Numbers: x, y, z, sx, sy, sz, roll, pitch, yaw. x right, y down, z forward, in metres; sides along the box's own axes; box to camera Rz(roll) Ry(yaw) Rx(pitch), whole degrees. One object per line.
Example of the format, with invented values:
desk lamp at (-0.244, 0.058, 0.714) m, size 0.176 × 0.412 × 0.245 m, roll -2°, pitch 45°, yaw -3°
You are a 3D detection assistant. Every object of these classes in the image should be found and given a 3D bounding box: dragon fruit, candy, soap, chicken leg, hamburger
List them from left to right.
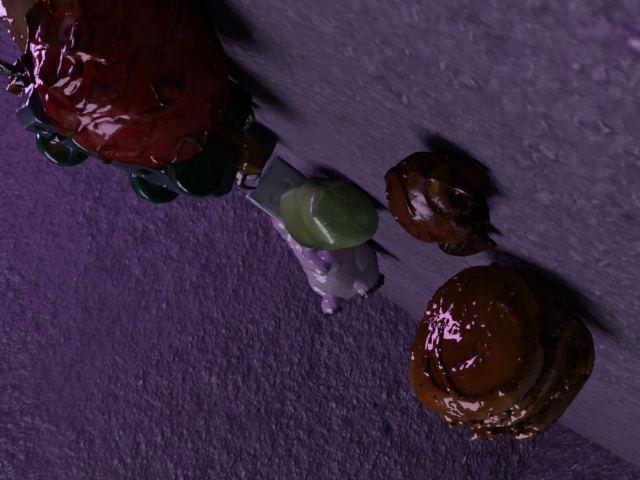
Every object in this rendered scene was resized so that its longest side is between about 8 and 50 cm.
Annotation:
dragon fruit at (-0.223, -0.203, 0.914) m, size 0.252 × 0.241 × 0.241 m, roll 35°, pitch 177°, yaw -29°
soap at (-0.053, -0.082, 1.726) m, size 0.198 × 0.114 × 0.063 m, roll 36°, pitch 176°, yaw -11°
candy at (0.008, -0.056, 1.530) m, size 0.343 × 0.132 × 0.142 m, roll -170°, pitch 68°, yaw -77°
chicken leg at (0.155, -0.024, 0.918) m, size 0.113 × 0.093 × 0.304 m, roll 22°, pitch 175°, yaw 24°
hamburger at (0.260, 0.150, 1.117) m, size 0.211 × 0.245 × 0.260 m, roll 20°, pitch 147°, yaw -40°

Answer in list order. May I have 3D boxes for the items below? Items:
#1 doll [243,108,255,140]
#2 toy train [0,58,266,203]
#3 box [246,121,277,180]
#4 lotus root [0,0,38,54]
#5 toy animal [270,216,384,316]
doll at (-0.168, -0.212, 1.373) m, size 0.190 × 0.050 × 0.115 m, roll 1°, pitch 127°, yaw 55°
toy train at (-0.255, -0.203, 1.136) m, size 0.429 × 0.249 × 0.178 m, roll 23°, pitch 166°, yaw -31°
box at (-0.145, -0.181, 1.484) m, size 0.122 × 0.069 × 0.084 m, roll 36°, pitch 144°, yaw 2°
lotus root at (-0.391, -0.304, 1.252) m, size 0.342 × 0.151 × 0.169 m, roll 59°, pitch 161°, yaw -9°
toy animal at (0.000, 0.000, 1.987) m, size 0.357 × 0.194 × 0.258 m, roll 52°, pitch -163°, yaw -10°
